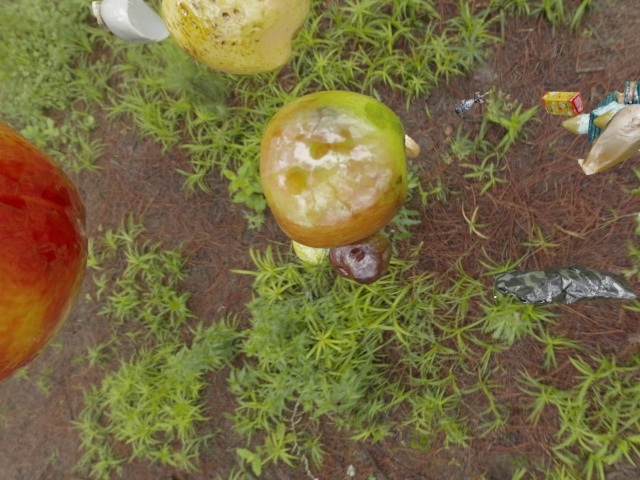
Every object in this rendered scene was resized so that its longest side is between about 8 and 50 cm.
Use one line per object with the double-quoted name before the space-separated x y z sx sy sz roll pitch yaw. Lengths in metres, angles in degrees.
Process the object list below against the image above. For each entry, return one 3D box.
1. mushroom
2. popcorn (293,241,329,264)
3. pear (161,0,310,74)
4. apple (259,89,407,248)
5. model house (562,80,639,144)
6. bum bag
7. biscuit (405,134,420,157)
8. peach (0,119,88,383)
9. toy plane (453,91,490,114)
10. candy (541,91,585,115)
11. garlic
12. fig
"mushroom" -0.419 -0.466 0.883 0.225 0.116 0.093 21 98 32
"popcorn" 0.000 0.000 1.587 0.212 0.198 0.198 12 87 2
"pear" -0.096 -0.285 0.500 0.177 0.178 0.178 -3 82 22
"apple" 0.034 -0.149 0.898 0.338 0.339 0.341 -3 82 22
"model house" 0.824 -0.347 1.139 0.290 0.185 0.253 2 53 36
"bum bag" 0.616 0.112 1.056 0.339 0.144 0.095 0 105 -2
"biscuit" 0.210 -0.423 1.547 0.376 0.269 0.051 41 97 18
"peach" -0.433 0.018 0.464 0.369 0.370 0.371 -3 82 22
"toy plane" 0.421 -0.386 1.176 0.120 0.049 0.031 -22 93 55
"candy" 0.756 -0.428 1.301 0.038 0.062 0.122 -42 26 1
"garlic" 0.636 -0.221 0.876 0.128 0.198 0.091 -38 74 -3
"fig" 0.149 0.031 1.223 0.170 0.274 0.146 13 120 40
